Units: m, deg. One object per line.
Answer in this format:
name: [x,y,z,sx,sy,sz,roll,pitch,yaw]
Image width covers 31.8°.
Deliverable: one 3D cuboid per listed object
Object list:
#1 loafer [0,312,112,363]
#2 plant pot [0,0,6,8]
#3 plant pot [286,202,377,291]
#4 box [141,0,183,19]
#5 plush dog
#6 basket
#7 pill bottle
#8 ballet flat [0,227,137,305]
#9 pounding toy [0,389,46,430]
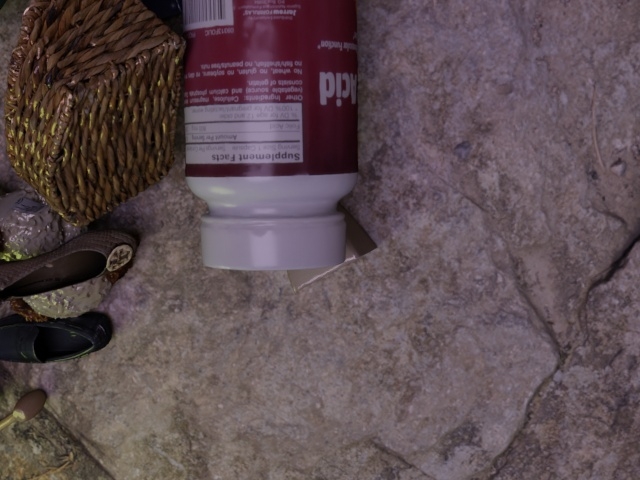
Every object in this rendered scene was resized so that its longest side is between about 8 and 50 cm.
loafer: [-0.433,0.152,1.729,0.223,0.078,0.076,-6,106,13]
plant pot: [-0.515,-0.384,1.478,0.271,0.255,0.272,4,109,11]
plant pot: [0.000,0.000,1.587,0.109,0.109,0.096,-30,88,18]
box: [-0.276,-0.360,1.557,0.225,0.036,0.137,-15,104,14]
plush dog: [-0.396,0.023,1.640,0.262,0.211,0.225,-23,129,19]
basket: [-0.325,-0.190,1.437,0.223,0.213,0.299,46,151,17]
pill bottle: [-0.062,-0.165,1.439,0.224,0.224,0.393,0,96,11]
ballet flat: [-0.362,0.043,1.535,0.058,0.249,0.084,47,139,39]
pounding toy: [-0.582,0.276,1.759,0.269,0.154,0.155,2,108,11]
